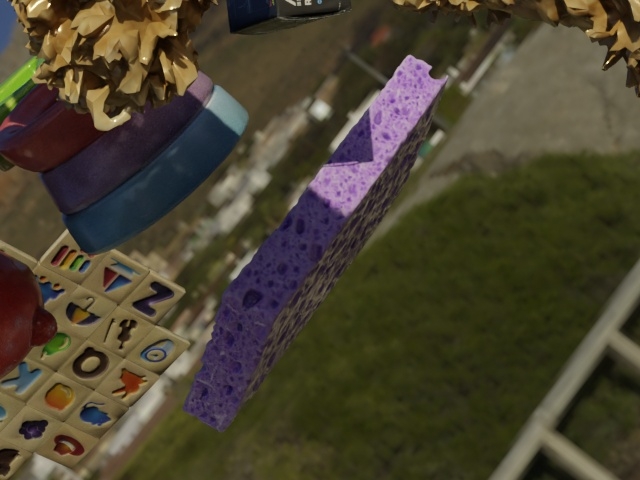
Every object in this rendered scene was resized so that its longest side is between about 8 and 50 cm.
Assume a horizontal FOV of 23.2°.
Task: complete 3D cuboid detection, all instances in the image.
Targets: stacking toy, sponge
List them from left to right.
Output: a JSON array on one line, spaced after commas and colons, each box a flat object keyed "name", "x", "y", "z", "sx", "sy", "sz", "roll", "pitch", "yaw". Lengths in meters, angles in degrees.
[{"name": "stacking toy", "x": -0.155, "y": -0.048, "z": 1.033, "sx": 0.309, "sy": 0.130, "sz": 0.279, "roll": -31, "pitch": 20, "yaw": 29}, {"name": "sponge", "x": 0.000, "y": 0.000, "z": 0.863, "sx": 0.210, "sy": 0.031, "sz": 0.117, "roll": -54, "pitch": -9, "yaw": -38}]

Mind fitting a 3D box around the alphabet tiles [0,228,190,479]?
[{"name": "alphabet tiles", "x": -0.326, "y": 0.137, "z": 1.787, "sx": 0.342, "sy": 0.285, "sz": 0.011, "roll": -46, "pitch": 38, "yaw": 17}]

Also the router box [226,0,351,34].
[{"name": "router box", "x": -0.022, "y": -0.164, "z": 0.749, "sx": 0.038, "sy": 0.122, "sz": 0.092, "roll": -8, "pitch": 6, "yaw": -16}]

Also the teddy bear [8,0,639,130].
[{"name": "teddy bear", "x": 0.006, "y": -0.143, "z": 0.424, "sx": 0.113, "sy": 0.338, "sz": 0.245, "roll": 47, "pitch": -134, "yaw": -81}]
